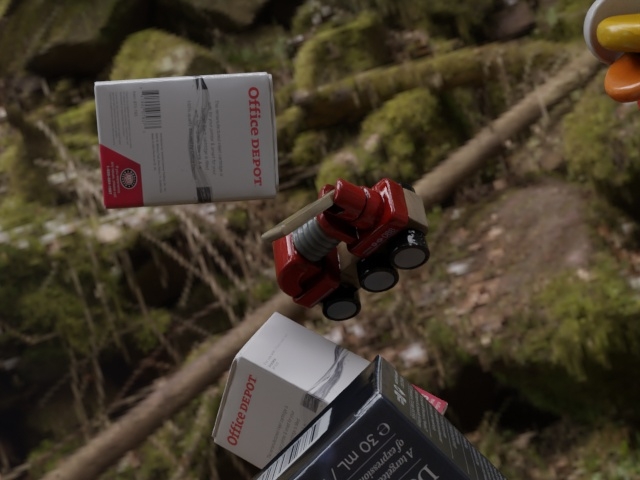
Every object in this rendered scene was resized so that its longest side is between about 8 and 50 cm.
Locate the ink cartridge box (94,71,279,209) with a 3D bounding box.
[{"bbox_3d":[-0.114,-0.087,1.085,0.150,0.109,0.063,-4,6,-4],"label":"ink cartridge box"}]

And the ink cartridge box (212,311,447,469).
[{"bbox_3d":[0.009,0.257,1.768,0.117,0.283,0.207,-51,-15,-46],"label":"ink cartridge box"}]

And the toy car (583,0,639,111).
[{"bbox_3d":[0.352,-0.177,1.198,0.182,0.136,0.159,-14,18,-15],"label":"toy car"}]

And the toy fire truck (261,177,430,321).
[{"bbox_3d":[0.000,0.000,1.700,0.246,0.158,0.217,25,-49,-34],"label":"toy fire truck"}]

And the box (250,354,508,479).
[{"bbox_3d":[0.101,0.378,1.376,0.293,0.395,0.212,-46,3,6],"label":"box"}]
